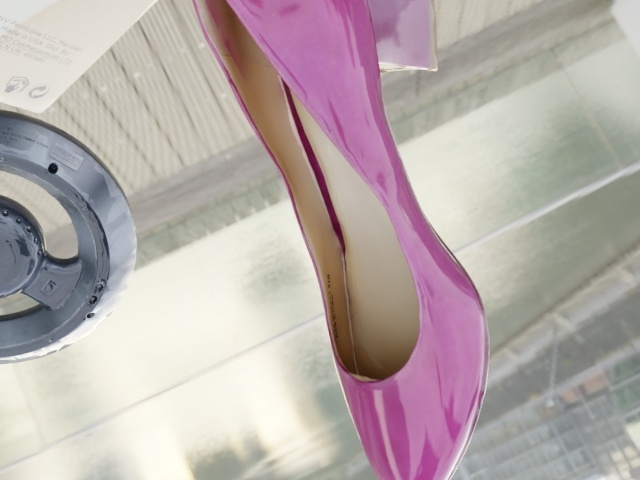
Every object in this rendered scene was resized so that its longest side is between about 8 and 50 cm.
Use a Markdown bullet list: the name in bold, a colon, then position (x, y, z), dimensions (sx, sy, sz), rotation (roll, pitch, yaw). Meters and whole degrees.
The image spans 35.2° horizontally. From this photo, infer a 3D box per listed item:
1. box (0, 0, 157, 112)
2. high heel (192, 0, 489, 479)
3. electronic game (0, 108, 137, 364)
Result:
- **box**: position (-0.125, -0.231, 0.569), dimensions (0.311, 0.148, 0.121), rotation (-37, 156, 20)
- **high heel**: position (0.000, 0.000, 0.642), dimensions (0.181, 0.377, 0.127), rotation (-9, -178, -41)
- **electronic game**: position (-0.256, 0.004, 0.768), dimensions (0.229, 0.048, 0.229), rotation (-6, 125, -8)
